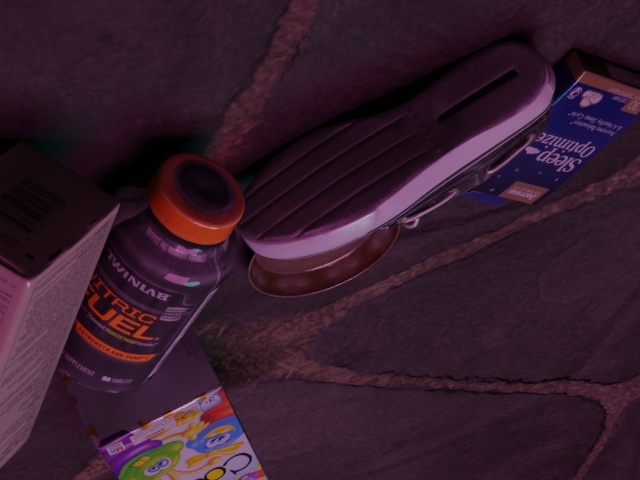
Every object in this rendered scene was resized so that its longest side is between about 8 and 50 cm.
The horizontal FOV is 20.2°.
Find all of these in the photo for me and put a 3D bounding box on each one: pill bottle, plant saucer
[{"bbox_3d":[-0.162,0.026,1.692,0.130,0.130,0.245,0,142,-36],"label":"pill bottle"},{"bbox_3d":[0.000,0.000,1.870,0.168,0.029,0.168,-18,151,-11],"label":"plant saucer"}]

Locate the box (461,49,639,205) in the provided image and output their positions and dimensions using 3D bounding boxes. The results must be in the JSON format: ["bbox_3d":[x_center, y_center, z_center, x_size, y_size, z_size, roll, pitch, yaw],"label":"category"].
[{"bbox_3d":[0.228,-0.101,1.864,0.136,0.036,0.225,11,137,-45],"label":"box"}]

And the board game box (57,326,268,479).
[{"bbox_3d":[-0.169,0.185,1.922,0.142,0.144,0.275,-27,151,-5],"label":"board game box"}]

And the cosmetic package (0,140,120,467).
[{"bbox_3d":[-0.299,0.084,1.587,0.160,0.113,0.309,-47,167,-55],"label":"cosmetic package"}]

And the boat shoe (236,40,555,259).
[{"bbox_3d":[0.084,-0.063,1.731,0.335,0.121,0.119,-27,146,1],"label":"boat shoe"}]
